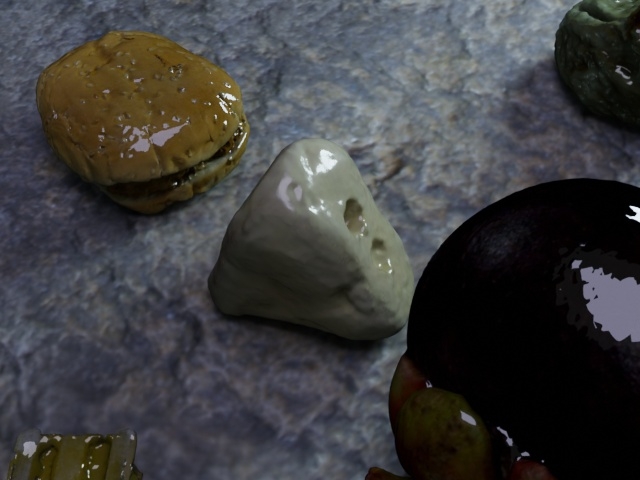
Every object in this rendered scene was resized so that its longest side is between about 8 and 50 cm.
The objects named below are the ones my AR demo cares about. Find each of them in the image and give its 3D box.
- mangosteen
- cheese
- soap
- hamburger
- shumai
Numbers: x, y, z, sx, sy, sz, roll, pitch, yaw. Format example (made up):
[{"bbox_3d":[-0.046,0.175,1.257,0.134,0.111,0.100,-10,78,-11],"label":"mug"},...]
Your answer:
[{"bbox_3d":[0.235,0.141,1.100,0.382,0.382,0.435,36,53,27],"label":"mangosteen"},{"bbox_3d":[0.001,-0.002,1.326,0.251,0.248,0.174,21,54,10],"label":"cheese"},{"bbox_3d":[-0.266,0.311,1.170,0.135,0.076,0.233,0,49,2],"label":"soap"},{"bbox_3d":[-0.246,-0.176,1.540,0.283,0.145,0.259,31,60,31],"label":"hamburger"},{"bbox_3d":[0.454,-0.295,1.572,0.225,0.222,0.261,-28,50,-17],"label":"shumai"}]
